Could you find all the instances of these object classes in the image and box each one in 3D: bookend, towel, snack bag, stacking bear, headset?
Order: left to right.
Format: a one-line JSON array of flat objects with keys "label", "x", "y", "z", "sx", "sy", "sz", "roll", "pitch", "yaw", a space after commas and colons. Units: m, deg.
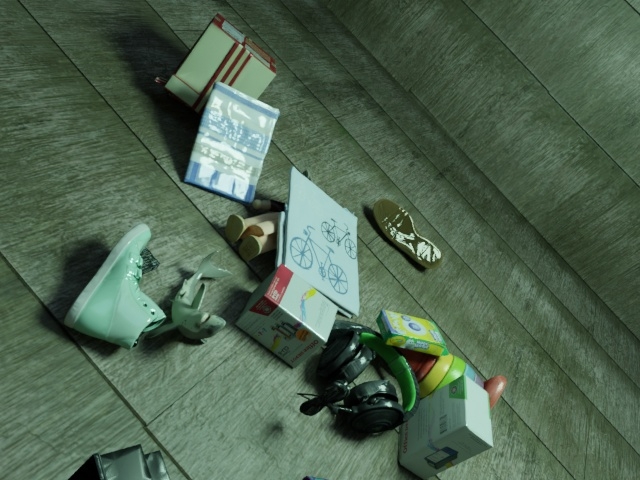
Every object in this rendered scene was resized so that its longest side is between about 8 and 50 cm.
[{"label": "bookend", "x": -0.279, "y": 0.355, "z": 0.825, "sx": 0.157, "sy": 0.156, "sz": 0.072, "roll": 2, "pitch": 52, "yaw": -48}, {"label": "towel", "x": -0.231, "y": -0.256, "z": 1.506, "sx": 0.209, "sy": 0.034, "sz": 0.285, "roll": 21, "pitch": 82, "yaw": -34}, {"label": "snack bag", "x": 0.000, "y": 0.000, "z": 1.521, "sx": 0.323, "sy": 0.037, "sz": 0.342, "roll": 35, "pitch": 44, "yaw": -40}, {"label": "headset", "x": 0.101, "y": 0.312, "z": 1.270, "sx": 0.394, "sy": 0.185, "sz": 0.243, "roll": -7, "pitch": 59, "yaw": -51}, {"label": "stacking bear", "x": 0.305, "y": 0.351, "z": 1.491, "sx": 0.289, "sy": 0.175, "sz": 0.164, "roll": 37, "pitch": 63, "yaw": 6}]

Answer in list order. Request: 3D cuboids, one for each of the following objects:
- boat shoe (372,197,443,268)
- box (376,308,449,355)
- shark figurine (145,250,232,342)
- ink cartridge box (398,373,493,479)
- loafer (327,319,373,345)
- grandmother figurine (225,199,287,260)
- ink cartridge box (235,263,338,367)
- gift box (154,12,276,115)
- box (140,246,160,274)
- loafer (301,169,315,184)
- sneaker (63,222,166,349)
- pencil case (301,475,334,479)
[{"label": "boat shoe", "x": 0.289, "y": -0.018, "z": 1.942, "sx": 0.302, "sy": 0.109, "sz": 0.098, "roll": 44, "pitch": -7, "yaw": -2}, {"label": "box", "x": 0.239, "y": 0.237, "z": 1.437, "sx": 0.179, "sy": 0.043, "sz": 0.105, "roll": 16, "pitch": 23, "yaw": -17}, {"label": "shark figurine", "x": -0.254, "y": 0.148, "z": 1.167, "sx": 0.116, "sy": 0.166, "sz": 0.278, "roll": 59, "pitch": 6, "yaw": -28}, {"label": "ink cartridge box", "x": 0.287, "y": 0.436, "z": 1.319, "sx": 0.093, "sy": 0.212, "sz": 0.154, "roll": 39, "pitch": 32, "yaw": -16}, {"label": "loafer", "x": 0.071, "y": 0.228, "z": 1.448, "sx": 0.170, "sy": 0.062, "sz": 0.061, "roll": 19, "pitch": 19, "yaw": -40}, {"label": "grandmother figurine", "x": -0.094, "y": -0.039, "z": 1.525, "sx": 0.342, "sy": 0.104, "sz": 0.207, "roll": -26, "pitch": 83, "yaw": -53}, {"label": "ink cartridge box", "x": -0.073, "y": 0.172, "z": 1.283, "sx": 0.176, "sy": 0.128, "sz": 0.127, "roll": 38, "pitch": 33, "yaw": -10}, {"label": "gift box", "x": -0.297, "y": -0.466, "z": 1.611, "sx": 0.255, "sy": 0.258, "sz": 0.276, "roll": 37, "pitch": 20, "yaw": -17}, {"label": "box", "x": -0.386, "y": 0.042, "z": 1.177, "sx": 0.067, "sy": 0.018, "sz": 0.083, "roll": 49, "pitch": 33, "yaw": 6}, {"label": "loafer", "x": -0.032, "y": -0.175, "z": 1.794, "sx": 0.039, "sy": 0.045, "sz": 0.125, "roll": 31, "pitch": 32, "yaw": -33}, {"label": "sneaker", "x": -0.352, "y": 0.091, "z": 1.079, "sx": 0.151, "sy": 0.094, "sz": 0.256, "roll": 31, "pitch": 48, "yaw": -12}, {"label": "pencil case", "x": 0.029, "y": 0.501, "z": 1.092, "sx": 0.152, "sy": 0.064, "sz": 0.070, "roll": 25, "pitch": 13, "yaw": -28}]
